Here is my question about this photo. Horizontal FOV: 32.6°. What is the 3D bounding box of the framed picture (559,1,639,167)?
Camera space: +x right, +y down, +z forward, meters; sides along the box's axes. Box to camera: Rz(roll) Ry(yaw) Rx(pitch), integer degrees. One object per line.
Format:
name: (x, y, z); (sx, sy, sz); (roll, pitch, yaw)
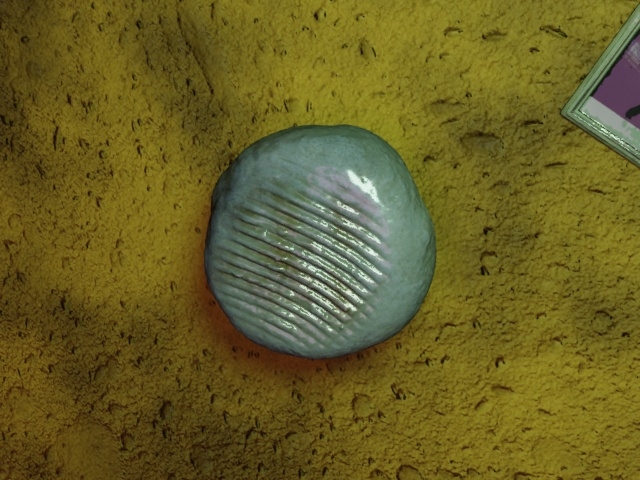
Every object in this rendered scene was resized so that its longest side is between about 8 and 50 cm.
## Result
framed picture: (0.504, -0.178, 1.461); (0.293, 0.018, 0.231); (35, 116, 6)

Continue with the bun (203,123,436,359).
bun: (0.000, 0.000, 1.599); (0.362, 0.211, 0.362); (5, 109, 15)
